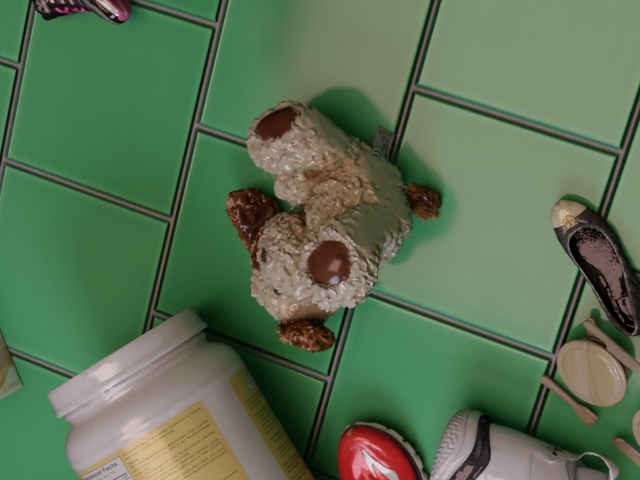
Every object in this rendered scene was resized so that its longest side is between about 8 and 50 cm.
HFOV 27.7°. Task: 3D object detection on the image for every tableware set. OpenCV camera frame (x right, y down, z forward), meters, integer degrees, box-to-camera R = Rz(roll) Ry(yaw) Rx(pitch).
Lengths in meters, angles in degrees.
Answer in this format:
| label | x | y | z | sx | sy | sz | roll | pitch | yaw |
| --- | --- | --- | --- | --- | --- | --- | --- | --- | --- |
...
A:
| label | x | y | z | sx | sy | sz | roll | pitch | yaw |
| --- | --- | --- | --- | --- | --- | --- | --- | --- | --- |
| tableware set | 0.351 | 0.177 | 1.453 | 0.194 | 0.039 | 0.128 | 41 | 140 | 14 |

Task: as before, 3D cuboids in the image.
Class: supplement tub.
| label | x | y | z | sx | sy | sz | roll | pitch | yaw |
| --- | --- | --- | --- | --- | --- | --- | --- | --- | --- |
| supplement tub | -0.153 | 0.271 | 1.549 | 0.241 | 0.241 | 0.331 | -32 | 89 | 22 |

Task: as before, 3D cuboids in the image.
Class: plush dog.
| label | x | y | z | sx | sy | sz | roll | pitch | yaw |
| --- | --- | --- | --- | --- | --- | --- | --- | --- | --- |
| plush dog | 0.000 | 0.000 | 1.497 | 0.225 | 0.210 | 0.263 | -43 | 57 | 36 |

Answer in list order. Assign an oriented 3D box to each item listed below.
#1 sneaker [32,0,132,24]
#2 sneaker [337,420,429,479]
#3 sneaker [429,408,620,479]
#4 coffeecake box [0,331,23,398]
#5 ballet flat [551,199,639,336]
| label | x | y | z | sx | sy | sz | roll | pitch | yaw |
| --- | --- | --- | --- | --- | --- | --- | --- | --- | --- |
| sneaker | -0.305 | -0.294 | 1.581 | 0.170 | 0.063 | 0.075 | 30 | 109 | 16 |
| sneaker | 0.076 | 0.355 | 1.552 | 0.107 | 0.118 | 0.279 | -9 | 98 | 20 |
| sneaker | 0.223 | 0.388 | 1.496 | 0.210 | 0.137 | 0.366 | 10 | 101 | 20 |
| coffeecake box | -0.481 | 0.134 | 1.687 | 0.068 | 0.142 | 0.186 | -20 | 94 | 21 |
| ballet flat | 0.313 | 0.028 | 1.438 | 0.057 | 0.049 | 0.173 | -35 | 89 | 21 |
